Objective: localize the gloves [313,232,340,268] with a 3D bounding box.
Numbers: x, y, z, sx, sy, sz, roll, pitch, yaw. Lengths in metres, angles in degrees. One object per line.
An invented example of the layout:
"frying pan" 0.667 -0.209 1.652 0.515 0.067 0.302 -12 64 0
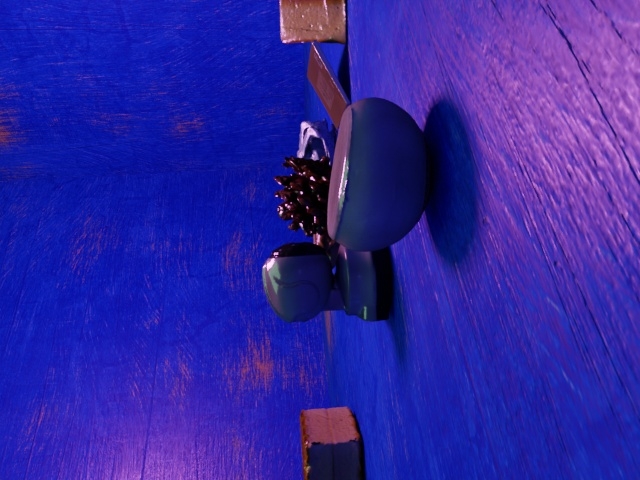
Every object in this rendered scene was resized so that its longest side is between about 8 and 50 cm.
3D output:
"gloves" 0.015 -0.001 2.218 0.154 0.141 0.331 5 89 60

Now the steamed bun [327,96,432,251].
"steamed bun" 0.094 -0.095 0.892 0.232 0.145 0.232 -172 90 -86

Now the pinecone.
"pinecone" -0.037 -0.153 2.024 0.298 0.242 0.296 -129 32 -56

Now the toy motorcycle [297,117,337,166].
"toy motorcycle" -0.002 -0.327 2.227 0.206 0.154 0.260 6 108 63

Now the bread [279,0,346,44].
"bread" 0.034 -0.765 1.865 0.361 0.245 0.233 -43 -44 -54

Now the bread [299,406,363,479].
"bread" 0.037 0.764 2.068 0.279 0.207 0.279 -132 37 -82

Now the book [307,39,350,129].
"book" 0.021 -0.488 1.880 0.217 0.021 0.310 61 176 0

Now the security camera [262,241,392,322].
"security camera" 0.010 0.086 1.321 0.197 0.277 0.191 -144 49 -86
